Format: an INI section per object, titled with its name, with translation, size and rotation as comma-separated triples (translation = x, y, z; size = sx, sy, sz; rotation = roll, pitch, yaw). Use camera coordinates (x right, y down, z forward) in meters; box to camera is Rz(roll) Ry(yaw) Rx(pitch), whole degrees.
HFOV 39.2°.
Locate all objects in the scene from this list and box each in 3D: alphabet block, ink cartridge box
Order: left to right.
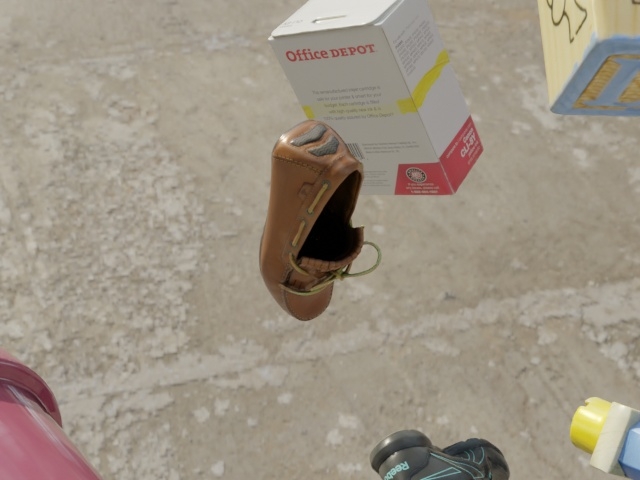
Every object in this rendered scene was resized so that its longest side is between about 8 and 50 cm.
[ink cartridge box]
translation = 0.114, -0.283, 1.745
size = 0.279, 0.385, 0.160
rotation = 4, 44, 41
[alphabet block]
translation = 0.411, -0.291, 1.182
size = 0.193, 0.192, 0.197
rotation = 2, 70, -7

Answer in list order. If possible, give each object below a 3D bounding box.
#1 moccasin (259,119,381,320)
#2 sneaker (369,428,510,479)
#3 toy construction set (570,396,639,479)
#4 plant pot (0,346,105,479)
[moccasin]
translation = 0.002, -0.001, 1.305
size = 0.139, 0.380, 0.147
rotation = -32, 60, -34
[sneaker]
translation = 0.178, 0.336, 1.240
size = 0.267, 0.101, 0.106
rotation = 16, 30, -40
[toy construction set]
translation = 0.277, 0.172, 0.537
size = 0.327, 0.215, 0.151
rotation = -5, 16, -25
[plant pot]
translation = -0.181, 0.166, 0.452
size = 0.180, 0.201, 0.201
rotation = 25, 43, 27
